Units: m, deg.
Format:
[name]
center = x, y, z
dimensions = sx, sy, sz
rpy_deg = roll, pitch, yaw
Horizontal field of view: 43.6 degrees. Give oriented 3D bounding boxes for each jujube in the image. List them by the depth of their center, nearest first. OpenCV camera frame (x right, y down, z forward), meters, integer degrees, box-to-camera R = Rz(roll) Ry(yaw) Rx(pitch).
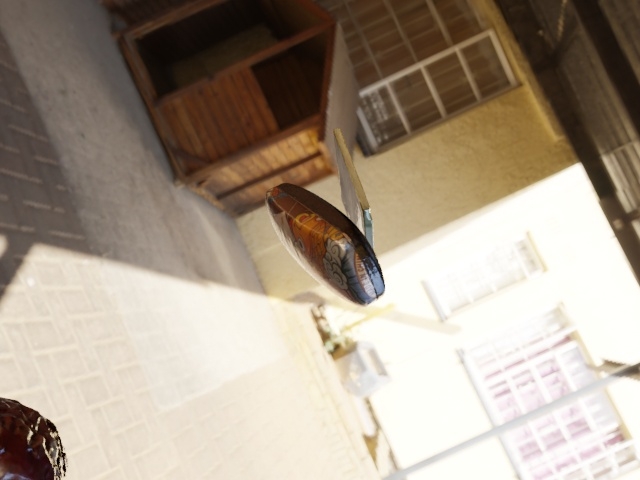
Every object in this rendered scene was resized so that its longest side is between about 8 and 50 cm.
[jujube]
center = -0.609, 0.421, 1.516
dimensions = 0.377, 0.258, 0.258
rpy_deg = -10, -72, 60

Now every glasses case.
[glasses case]
center = 0.000, 0.000, 1.192
dimensions = 0.321, 0.082, 0.122
rpy_deg = 38, -23, 59

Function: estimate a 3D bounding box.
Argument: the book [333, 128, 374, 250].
[book]
center = 0.054, -0.052, 1.240
dimensions = 0.167, 0.013, 0.192
rpy_deg = 81, -6, -46
